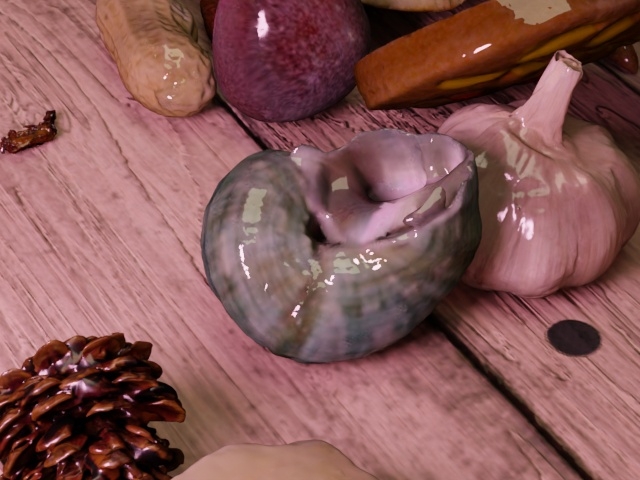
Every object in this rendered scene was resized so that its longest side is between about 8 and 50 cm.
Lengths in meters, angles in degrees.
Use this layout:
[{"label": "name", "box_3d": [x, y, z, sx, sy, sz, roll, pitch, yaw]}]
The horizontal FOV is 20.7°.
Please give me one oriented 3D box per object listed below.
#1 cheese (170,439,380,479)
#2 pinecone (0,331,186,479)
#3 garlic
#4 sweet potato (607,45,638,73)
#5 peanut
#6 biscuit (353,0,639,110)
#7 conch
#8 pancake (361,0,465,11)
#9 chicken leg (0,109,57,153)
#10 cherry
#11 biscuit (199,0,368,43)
[{"label": "cheese", "box_3d": [-0.016, 0.275, 1.208, 0.318, 0.115, 0.326, 6, 39, 4]}, {"label": "pinecone", "box_3d": [-0.176, 0.152, 1.322, 0.174, 0.173, 0.173, 2, 39, -2]}, {"label": "garlic", "box_3d": [0.191, -0.072, 1.575, 0.219, 0.212, 0.218, 5, 44, -5]}, {"label": "sweet potato", "box_3d": [0.316, -0.280, 1.969, 0.078, 0.058, 0.255, 20, 42, -12]}, {"label": "peanut", "box_3d": [-0.169, -0.197, 1.803, 0.099, 0.090, 0.214, 18, 30, -35]}, {"label": "biscuit", "box_3d": [0.192, -0.184, 1.700, 0.350, 0.070, 0.394, -20, -1, 42]}, {"label": "conch", "box_3d": [0.000, 0.000, 1.506, 0.277, 0.195, 0.220, -4, 62, 44]}, {"label": "pancake", "box_3d": [0.026, -0.356, 1.990, 0.387, 0.082, 0.387, 7, 30, -4]}, {"label": "chicken leg", "box_3d": [-0.282, -0.105, 1.731, 0.036, 0.021, 0.083, 20, 40, 33]}, {"label": "cherry", "box_3d": [-0.027, -0.205, 1.743, 0.176, 0.176, 0.140, -24, 42, -30]}, {"label": "biscuit", "box_3d": [-0.038, -0.245, 1.903, 0.192, 0.049, 0.192, 6, 40, -5]}]
